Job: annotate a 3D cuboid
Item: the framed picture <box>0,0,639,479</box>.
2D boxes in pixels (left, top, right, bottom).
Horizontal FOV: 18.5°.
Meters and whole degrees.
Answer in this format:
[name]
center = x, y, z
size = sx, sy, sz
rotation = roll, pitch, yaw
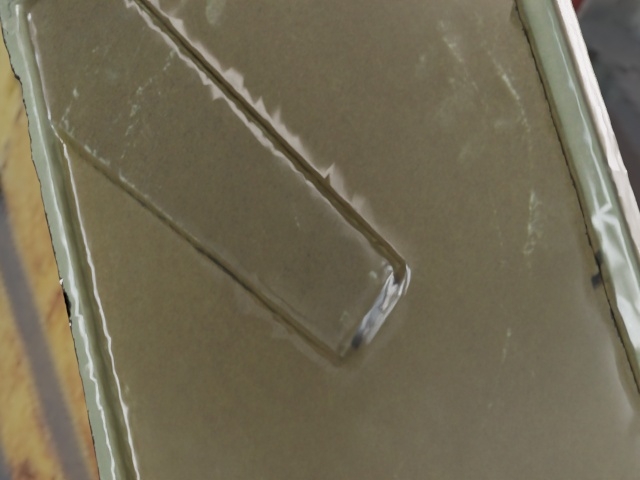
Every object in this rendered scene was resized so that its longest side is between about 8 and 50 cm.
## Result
[framed picture]
center = 0.000, 0.000, 0.728
size = 0.022, 0.247, 0.335
rotation = 15, 54, -53
